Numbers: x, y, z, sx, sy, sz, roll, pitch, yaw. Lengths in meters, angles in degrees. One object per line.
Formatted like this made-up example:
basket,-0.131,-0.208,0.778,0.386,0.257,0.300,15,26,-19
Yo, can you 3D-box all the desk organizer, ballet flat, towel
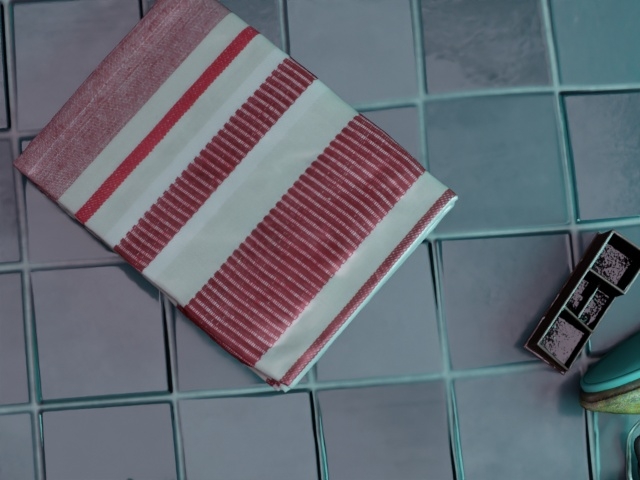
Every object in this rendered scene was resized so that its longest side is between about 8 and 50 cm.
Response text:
desk organizer,0.243,0.055,1.563,0.047,0.050,0.130,35,83,-1
ballet flat,0.397,0.080,1.549,0.348,0.123,0.123,-36,89,-7
towel,-0.077,-0.053,1.517,0.329,0.037,0.237,40,83,13

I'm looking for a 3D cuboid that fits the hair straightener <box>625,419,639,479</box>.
hair straightener,0.316,0.269,1.523,0.047,0.089,0.231,-14,91,19
